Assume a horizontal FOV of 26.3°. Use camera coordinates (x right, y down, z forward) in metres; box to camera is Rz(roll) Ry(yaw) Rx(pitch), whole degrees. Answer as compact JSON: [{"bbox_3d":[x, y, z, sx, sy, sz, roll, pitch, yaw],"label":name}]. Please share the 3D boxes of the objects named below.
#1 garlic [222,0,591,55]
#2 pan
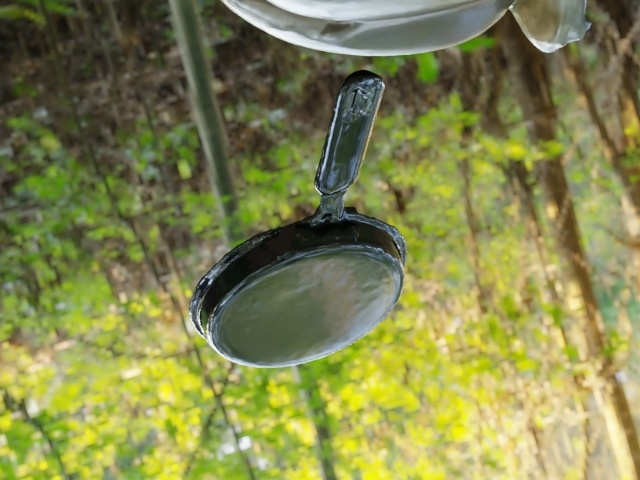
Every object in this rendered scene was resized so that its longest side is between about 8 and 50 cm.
[{"bbox_3d":[0.043,-0.226,0.786,0.292,0.210,0.237,14,138,-30],"label":"garlic"},{"bbox_3d":[0.000,0.000,0.779,0.136,0.028,0.235,-7,140,-22],"label":"pan"}]
